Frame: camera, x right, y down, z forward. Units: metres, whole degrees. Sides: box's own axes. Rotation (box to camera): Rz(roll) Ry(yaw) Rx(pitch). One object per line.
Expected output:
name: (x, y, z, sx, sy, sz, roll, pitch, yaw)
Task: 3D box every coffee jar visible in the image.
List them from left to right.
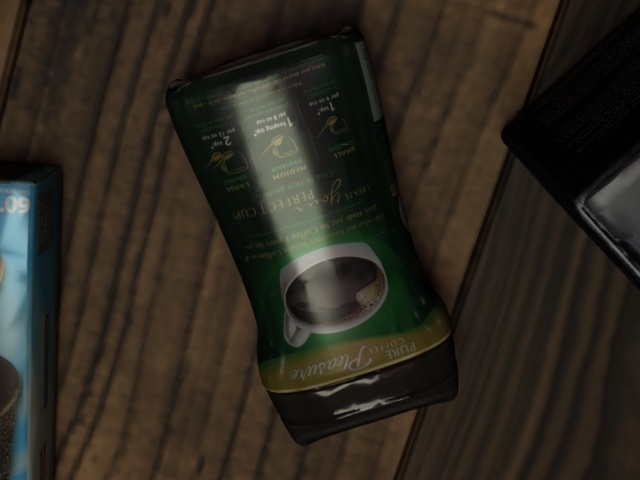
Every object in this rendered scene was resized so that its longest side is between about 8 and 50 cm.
coffee jar: (0.000, 0.000, 0.516, 0.096, 0.079, 0.184, -17, 101, 2)

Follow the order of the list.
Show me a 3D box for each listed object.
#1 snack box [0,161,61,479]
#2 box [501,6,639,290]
snack box: (-0.295, 0.045, 0.540, 0.322, 0.060, 0.187, 4, 102, 0)
box: (0.172, -0.013, 0.445, 0.108, 0.207, 0.153, -43, 99, 9)
